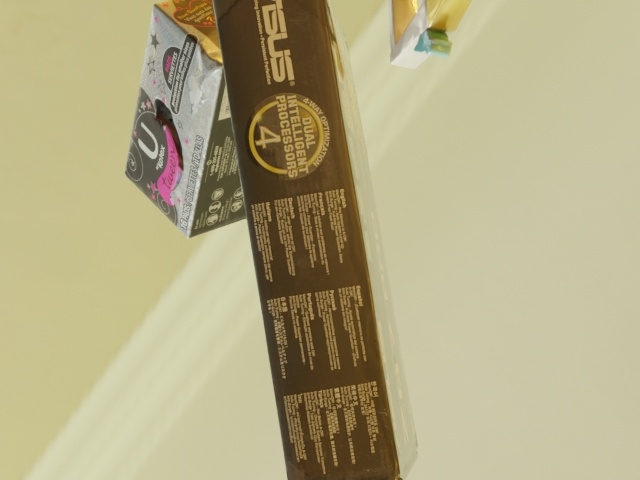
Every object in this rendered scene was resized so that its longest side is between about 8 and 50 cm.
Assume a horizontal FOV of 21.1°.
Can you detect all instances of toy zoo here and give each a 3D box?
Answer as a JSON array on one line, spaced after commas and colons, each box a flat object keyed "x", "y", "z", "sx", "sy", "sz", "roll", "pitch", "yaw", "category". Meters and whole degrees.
[{"x": 0.111, "y": -0.302, "z": 1.662, "sx": 0.192, "sy": 0.030, "sz": 0.293, "roll": 126, "pitch": -33, "yaw": -55, "category": "toy zoo"}]

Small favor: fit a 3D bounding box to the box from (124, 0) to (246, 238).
[{"x": -0.114, "y": -0.154, "z": 1.985, "sx": 0.142, "sy": 0.163, "sz": 0.247, "roll": 43, "pitch": -44, "yaw": 32, "category": "box"}]

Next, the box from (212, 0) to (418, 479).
[{"x": 0.000, "y": 0.000, "z": 1.391, "sx": 0.097, "sy": 0.318, "sz": 0.395, "roll": -10, "pitch": -95, "yaw": 6, "category": "box"}]
